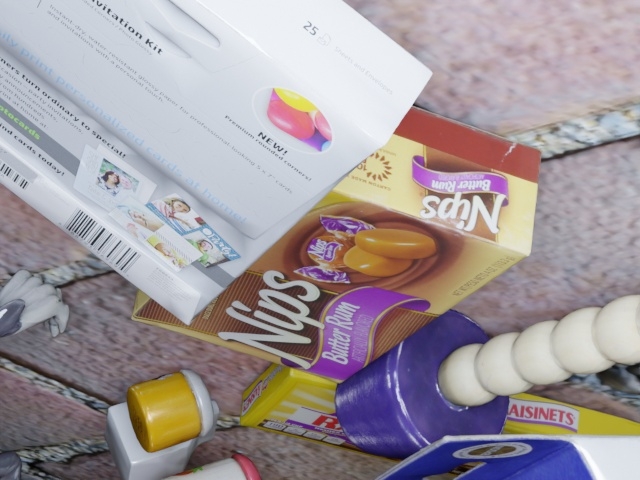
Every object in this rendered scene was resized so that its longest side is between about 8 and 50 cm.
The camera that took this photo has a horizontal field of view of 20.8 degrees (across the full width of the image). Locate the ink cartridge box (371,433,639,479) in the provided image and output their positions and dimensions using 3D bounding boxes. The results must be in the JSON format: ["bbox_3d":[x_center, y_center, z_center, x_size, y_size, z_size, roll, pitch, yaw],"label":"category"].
[{"bbox_3d":[0.207,0.140,0.865,0.371,0.069,0.176,4,160,-16],"label":"ink cartridge box"}]

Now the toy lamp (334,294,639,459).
[{"bbox_3d":[0.106,0.051,0.782,0.080,0.080,0.274,24,152,-29],"label":"toy lamp"}]

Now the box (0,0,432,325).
[{"bbox_3d":[-0.064,-0.052,0.603,0.145,0.038,0.186,37,151,-6],"label":"box"}]

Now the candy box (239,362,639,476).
[{"bbox_3d":[0.066,0.103,0.973,0.206,0.027,0.105,15,153,-12],"label":"candy box"}]

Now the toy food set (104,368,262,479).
[{"bbox_3d":[-0.061,0.151,1.047,0.104,0.111,0.232,-16,151,-20],"label":"toy food set"}]

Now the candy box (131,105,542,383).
[{"bbox_3d":[0.000,0.000,0.739,0.109,0.053,0.186,18,153,-18],"label":"candy box"}]

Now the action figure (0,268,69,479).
[{"bbox_3d":[-0.216,0.075,0.891,0.164,0.141,0.276,1,130,37],"label":"action figure"}]
